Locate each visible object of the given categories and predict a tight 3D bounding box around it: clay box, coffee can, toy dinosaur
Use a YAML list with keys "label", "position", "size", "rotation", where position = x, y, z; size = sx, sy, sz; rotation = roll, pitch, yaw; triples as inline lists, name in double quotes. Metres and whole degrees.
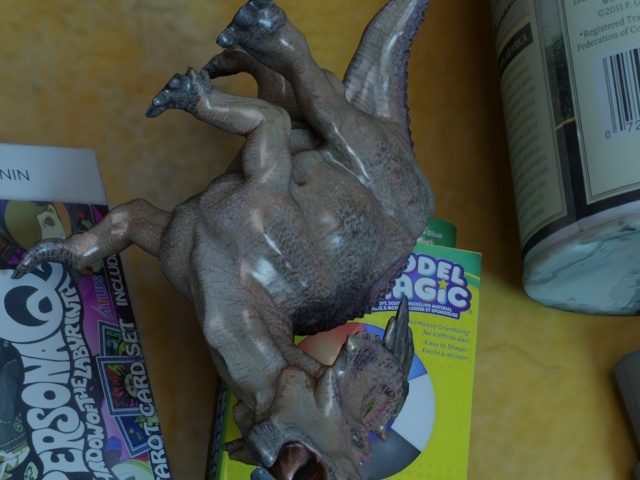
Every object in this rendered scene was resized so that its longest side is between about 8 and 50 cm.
- label: "clay box"
  position: [0.012, 0.077, 0.844]
  size: [0.127, 0.053, 0.222]
  rotation: [10, 70, -11]
- label: "coffee can"
  position: [0.190, -0.117, 0.879]
  size: [0.202, 0.201, 0.275]
  rotation: [0, 73, -16]
- label: "toy dinosaur"
  position: [0.000, 0.000, 0.781]
  size: [0.200, 0.127, 0.295]
  rotation: [41, 53, -4]

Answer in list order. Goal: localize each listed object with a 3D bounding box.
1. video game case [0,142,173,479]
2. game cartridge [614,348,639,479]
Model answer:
- label: "video game case"
  position: [-0.170, 0.062, 0.754]
  size: [0.210, 0.042, 0.232]
  rotation: [2, 67, -46]
- label: "game cartridge"
  position: [0.310, 0.204, 0.884]
  size: [0.230, 0.068, 0.355]
  rotation: [-13, 76, -15]
